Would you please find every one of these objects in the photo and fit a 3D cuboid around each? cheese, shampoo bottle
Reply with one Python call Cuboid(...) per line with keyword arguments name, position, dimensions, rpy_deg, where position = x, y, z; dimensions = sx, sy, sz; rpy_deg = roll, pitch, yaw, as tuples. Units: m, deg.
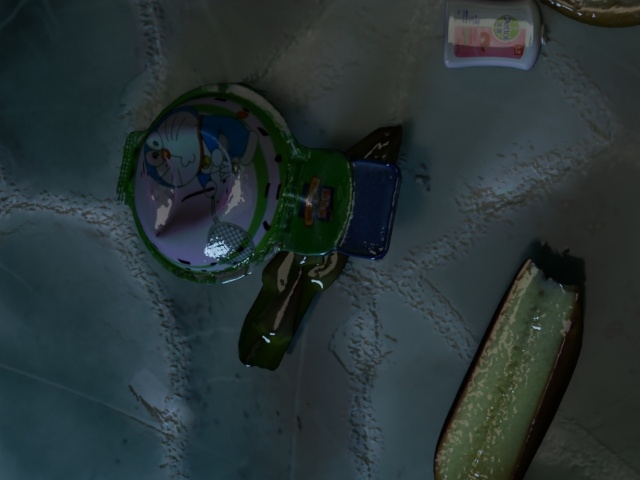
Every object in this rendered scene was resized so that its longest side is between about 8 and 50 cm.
Cuboid(name="cheese", position=(-0.069, -0.052, 1.563), dimensions=(0.320, 0.083, 0.204), rpy_deg=(10, 90, 31))
Cuboid(name="shampoo bottle", position=(0.171, -0.202, 1.552), dimensions=(0.099, 0.043, 0.072), rpy_deg=(4, 100, 10))

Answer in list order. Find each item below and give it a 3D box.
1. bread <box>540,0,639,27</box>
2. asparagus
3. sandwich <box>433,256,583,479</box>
Cuboid(name="bread", position=(0.280, -0.313, 1.504), dimensions=(0.236, 0.070, 0.236), rpy_deg=(1, 97, 9))
Cuboid(name="asparagus", position=(0.000, 0.000, 1.598), dimensions=(0.080, 0.080, 0.287), rpy_deg=(34, 108, 4))
Cuboid(name="sandwich", position=(0.190, 0.143, 1.571), dimensions=(0.094, 0.096, 0.258), rpy_deg=(25, 103, 13))
